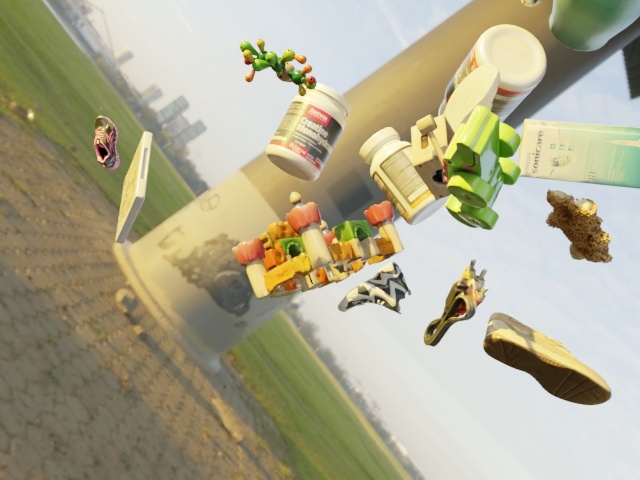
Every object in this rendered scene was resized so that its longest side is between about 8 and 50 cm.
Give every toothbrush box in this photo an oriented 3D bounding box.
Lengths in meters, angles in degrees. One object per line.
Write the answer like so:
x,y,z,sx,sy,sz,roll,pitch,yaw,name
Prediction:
0.628,-0.211,1.395,0.216,0.295,0.126,-42,139,-67,toothbrush box

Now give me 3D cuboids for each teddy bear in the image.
0.820,-0.036,1.877,0.245,0.113,0.338,34,-9,33,teddy bear

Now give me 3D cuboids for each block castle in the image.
0.000,0.000,1.660,0.453,0.302,0.213,-7,71,-54,block castle

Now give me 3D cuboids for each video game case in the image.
-0.483,-0.134,1.518,0.227,0.026,0.207,-46,-141,47,video game case

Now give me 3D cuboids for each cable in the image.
0.341,0.189,1.467,0.140,0.072,0.287,-95,-164,-50,cable

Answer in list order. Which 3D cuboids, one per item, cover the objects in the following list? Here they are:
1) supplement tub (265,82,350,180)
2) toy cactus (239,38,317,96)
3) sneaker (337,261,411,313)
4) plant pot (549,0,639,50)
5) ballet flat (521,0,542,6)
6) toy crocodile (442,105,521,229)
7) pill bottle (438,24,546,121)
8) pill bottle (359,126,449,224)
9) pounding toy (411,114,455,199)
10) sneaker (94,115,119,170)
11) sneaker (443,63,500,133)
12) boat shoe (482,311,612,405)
-0.037,-0.348,1.893,0.191,0.272,0.191,27,-7,4,supplement tub
-0.097,-0.416,1.450,0.218,0.112,0.180,20,6,11,toy cactus
0.182,0.191,1.855,0.153,0.234,0.094,54,-5,4,sneaker
0.766,-0.673,1.616,0.272,0.271,0.255,51,-16,18,plant pot
0.565,-0.672,1.583,0.080,0.073,0.232,20,9,20,ballet flat
0.239,-0.102,0.911,0.105,0.115,0.340,25,-5,22,toy crocodile
0.502,-0.458,1.781,0.210,0.210,0.363,52,-18,8,pill bottle
0.251,-0.197,1.780,0.279,0.162,0.162,55,-6,15,pill bottle
0.242,-0.185,1.282,0.206,0.094,0.181,46,37,-39,pounding toy
-0.463,-0.212,1.253,0.057,0.047,0.120,20,56,-79,sneaker
0.417,-0.310,1.582,0.169,0.293,0.108,22,15,-36,sneaker
0.564,0.287,1.445,0.341,0.110,0.122,31,-44,-4,boat shoe
